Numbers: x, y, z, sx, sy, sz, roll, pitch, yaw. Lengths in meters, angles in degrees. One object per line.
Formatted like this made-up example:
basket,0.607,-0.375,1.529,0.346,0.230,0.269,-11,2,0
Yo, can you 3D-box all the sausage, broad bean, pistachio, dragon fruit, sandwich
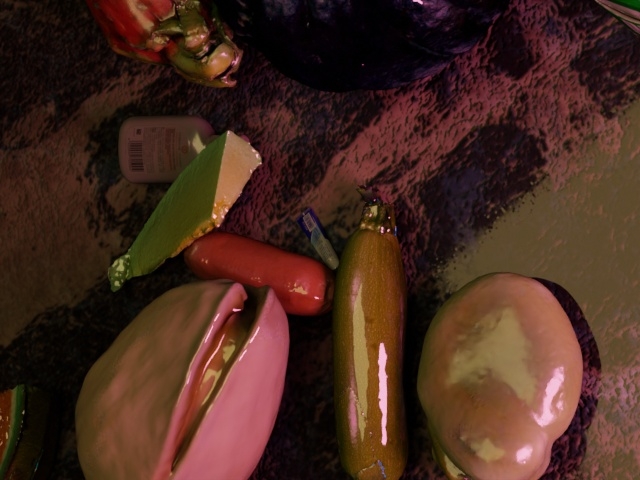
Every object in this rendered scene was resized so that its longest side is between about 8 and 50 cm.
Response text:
sausage,-0.065,0.038,1.692,0.194,0.077,0.077,18,93,29
broad bean,0.176,0.147,1.550,0.169,0.100,0.228,19,81,20
pistachio,-0.144,0.168,1.643,0.208,0.226,0.332,30,112,-8
dragon fruit,-0.168,-0.293,1.716,0.269,0.198,0.200,30,122,45
sandwich,-0.399,0.278,1.851,0.159,0.079,0.235,13,87,38

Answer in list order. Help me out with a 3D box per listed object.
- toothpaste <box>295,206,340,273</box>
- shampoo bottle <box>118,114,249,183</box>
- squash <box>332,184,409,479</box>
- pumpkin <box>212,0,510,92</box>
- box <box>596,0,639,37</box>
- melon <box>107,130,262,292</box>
toothpaste,0.000,0.000,1.699,0.024,0.015,0.083,-42,62,19
shampoo bottle,-0.159,-0.106,1.777,0.165,0.040,0.080,0,92,27
squash,0.054,0.102,1.622,0.087,0.087,0.331,-3,81,28
pumpkin,0.039,-0.330,1.571,0.363,0.266,0.363,-1,89,25
box,0.369,-0.294,1.443,0.103,0.180,0.250,29,97,38
melon,-0.158,-0.015,1.739,0.262,0.053,0.114,-41,38,36
